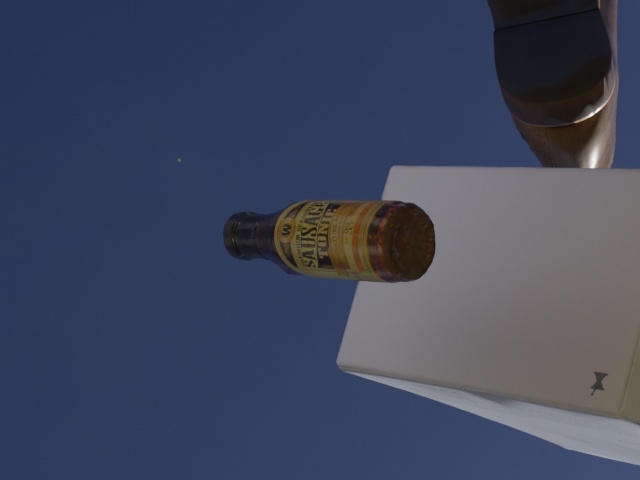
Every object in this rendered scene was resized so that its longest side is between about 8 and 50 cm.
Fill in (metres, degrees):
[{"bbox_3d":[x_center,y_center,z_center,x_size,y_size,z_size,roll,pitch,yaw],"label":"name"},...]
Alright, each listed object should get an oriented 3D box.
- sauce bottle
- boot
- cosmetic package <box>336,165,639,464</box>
[{"bbox_3d":[0.000,0.000,0.755,0.042,0.128,0.042,1,-91,-44],"label":"sauce bottle"},{"bbox_3d":[0.181,-0.166,1.129,0.112,0.305,0.115,-6,-44,17],"label":"boot"},{"bbox_3d":[0.174,0.052,0.884,0.224,0.224,0.138,21,-100,-38],"label":"cosmetic package"}]
